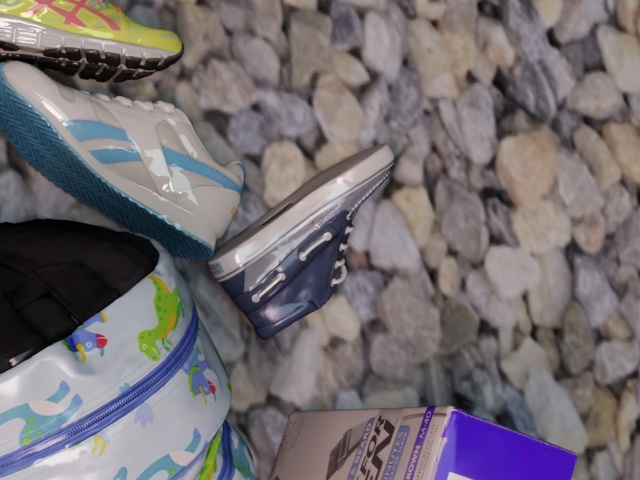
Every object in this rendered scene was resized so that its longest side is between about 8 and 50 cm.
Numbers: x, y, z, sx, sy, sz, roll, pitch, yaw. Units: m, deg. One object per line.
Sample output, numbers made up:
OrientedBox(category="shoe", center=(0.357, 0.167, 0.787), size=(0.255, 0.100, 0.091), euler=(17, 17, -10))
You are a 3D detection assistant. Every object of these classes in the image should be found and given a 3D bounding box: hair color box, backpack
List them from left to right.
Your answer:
OrientedBox(category="backpack", center=(-0.199, 0.103, 1.010), size=(0.290, 0.355, 0.273), euler=(-27, 91, -28))
OrientedBox(category="hair color box", center=(0.046, 0.225, 1.103), size=(0.110, 0.339, 0.185), euler=(21, 76, -14))

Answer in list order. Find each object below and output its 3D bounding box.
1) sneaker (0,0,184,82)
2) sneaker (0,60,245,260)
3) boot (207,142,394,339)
OrientedBox(category="sneaker", center=(-0.210, -0.188, 1.208), size=(0.208, 0.081, 0.094), euler=(10, 77, -18))
OrientedBox(category="sneaker", center=(-0.166, -0.079, 1.212), size=(0.229, 0.087, 0.092), euler=(36, 66, -19))
OrientedBox(category="boot", center=(0.000, 0.000, 1.270), size=(0.190, 0.069, 0.086), euler=(-36, 102, -12))
